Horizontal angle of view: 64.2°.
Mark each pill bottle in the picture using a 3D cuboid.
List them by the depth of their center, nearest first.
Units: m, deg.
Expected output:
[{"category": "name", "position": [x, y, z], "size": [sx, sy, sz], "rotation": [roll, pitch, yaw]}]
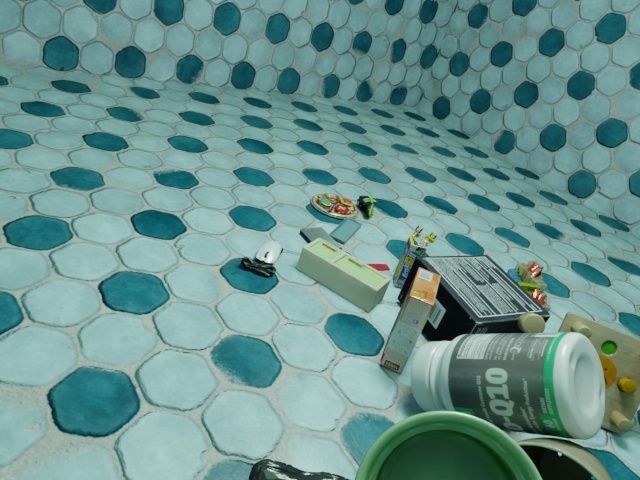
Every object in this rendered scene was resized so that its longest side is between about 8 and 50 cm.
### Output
[{"category": "pill bottle", "position": [0.391, 0.304, 1.105], "size": [0.204, 0.204, 0.361], "rotation": [-13, 0, -43]}]

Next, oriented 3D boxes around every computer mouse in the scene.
[{"category": "computer mouse", "position": [-0.166, 0.042, 1.579], "size": [0.106, 0.042, 0.193], "rotation": [19, 29, 5]}]

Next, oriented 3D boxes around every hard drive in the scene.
[{"category": "hard drive", "position": [0.000, 0.000, 1.764], "size": [0.094, 0.022, 0.135], "rotation": [-6, 36, -36]}]

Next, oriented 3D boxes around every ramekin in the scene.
[{"category": "ramekin", "position": [0.207, 0.440, 0.843], "size": [0.304, 0.303, 0.148], "rotation": [27, -12, 16]}]

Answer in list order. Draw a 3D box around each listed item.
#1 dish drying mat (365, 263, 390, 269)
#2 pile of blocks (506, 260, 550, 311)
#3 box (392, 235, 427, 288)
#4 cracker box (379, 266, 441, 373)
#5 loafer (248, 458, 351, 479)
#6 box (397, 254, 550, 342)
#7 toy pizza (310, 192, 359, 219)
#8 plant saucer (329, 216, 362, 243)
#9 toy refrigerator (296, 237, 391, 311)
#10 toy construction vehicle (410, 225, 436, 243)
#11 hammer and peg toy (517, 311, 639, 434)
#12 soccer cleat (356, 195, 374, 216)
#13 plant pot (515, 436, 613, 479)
[{"category": "dish drying mat", "position": [0.195, 0.090, 1.732], "size": [0.083, 0.008, 0.032], "rotation": [2, 33, -28]}, {"category": "pile of blocks", "position": [0.737, 0.145, 1.832], "size": [0.149, 0.112, 0.362], "rotation": [21, 29, 5]}, {"category": "box", "position": [0.286, 0.074, 1.642], "size": [0.054, 0.168, 0.059], "rotation": [14, 30, -6]}, {"category": "cracker box", "position": [0.232, 0.206, 1.319], "size": [0.067, 0.232, 0.155], "rotation": [22, 29, 9]}, {"category": "loafer", "position": [-0.022, 0.458, 0.915], "size": [0.223, 0.076, 0.078], "rotation": [17, 47, -10]}, {"category": "box", "position": [0.443, 0.196, 1.504], "size": [0.294, 0.182, 0.296], "rotation": [-1, 35, -28]}, {"category": "toy pizza", "position": [0.061, -0.145, 2.040], "size": [0.201, 0.032, 0.201], "rotation": [14, 29, -8]}, {"category": "plant saucer", "position": [0.094, -0.037, 1.886], "size": [0.067, 0.018, 0.192], "rotation": [25, 29, 13]}, {"category": "toy refrigerator", "position": [0.070, 0.098, 1.560], "size": [0.270, 0.094, 0.102], "rotation": [30, 31, 21]}, {"category": "toy construction vehicle", "position": [0.405, -0.014, 2.011], "size": [0.086, 0.035, 0.098], "rotation": [37, 35, 10]}, {"category": "hammer and peg toy", "position": [0.671, 0.333, 1.349], "size": [0.362, 0.265, 0.127], "rotation": [21, 7, 8]}, {"category": "soccer cleat", "position": [0.183, -0.141, 2.085], "size": [0.073, 0.060, 0.179], "rotation": [8, 22, 2]}, {"category": "plant pot", "position": [0.459, 0.488, 0.981], "size": [0.256, 0.256, 0.274], "rotation": [38, 19, 32]}]
